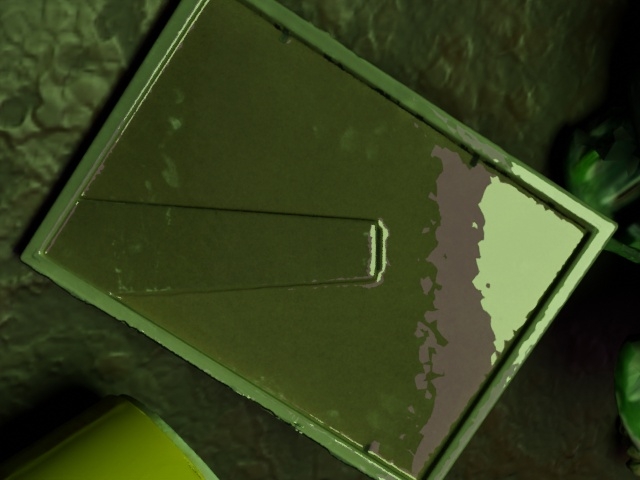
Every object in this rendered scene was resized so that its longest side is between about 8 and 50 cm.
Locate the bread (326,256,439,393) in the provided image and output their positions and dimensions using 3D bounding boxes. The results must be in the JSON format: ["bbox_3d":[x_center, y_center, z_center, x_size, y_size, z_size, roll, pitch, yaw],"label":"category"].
[{"bbox_3d":[0.046,0.047,0.951,0.106,0.082,0.125,-48,136,12],"label":"bread"}]

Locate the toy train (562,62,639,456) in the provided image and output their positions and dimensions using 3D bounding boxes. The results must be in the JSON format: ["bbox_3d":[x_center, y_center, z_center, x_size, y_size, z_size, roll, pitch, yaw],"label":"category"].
[{"bbox_3d":[0.285,0.007,0.942,0.249,0.173,0.307,-3,73,-21],"label":"toy train"}]

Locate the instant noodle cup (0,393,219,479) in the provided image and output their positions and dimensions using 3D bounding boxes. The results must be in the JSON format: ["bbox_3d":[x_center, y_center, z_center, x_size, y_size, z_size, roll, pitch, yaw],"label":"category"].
[{"bbox_3d":[-0.147,0.202,0.859,0.236,0.215,0.215,-40,125,-16],"label":"instant noodle cup"}]

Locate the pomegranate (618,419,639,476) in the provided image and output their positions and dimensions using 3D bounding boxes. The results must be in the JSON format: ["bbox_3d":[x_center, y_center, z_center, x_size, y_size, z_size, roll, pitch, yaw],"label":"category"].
[{"bbox_3d":[0.269,0.091,1.080,0.138,0.163,0.125,47,47,-50],"label":"pomegranate"}]

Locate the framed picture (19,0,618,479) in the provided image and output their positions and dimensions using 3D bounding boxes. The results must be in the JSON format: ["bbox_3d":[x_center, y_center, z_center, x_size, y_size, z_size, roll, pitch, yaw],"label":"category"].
[{"bbox_3d":[0.000,0.000,0.874,0.250,0.016,0.184,32,96,-7],"label":"framed picture"}]
